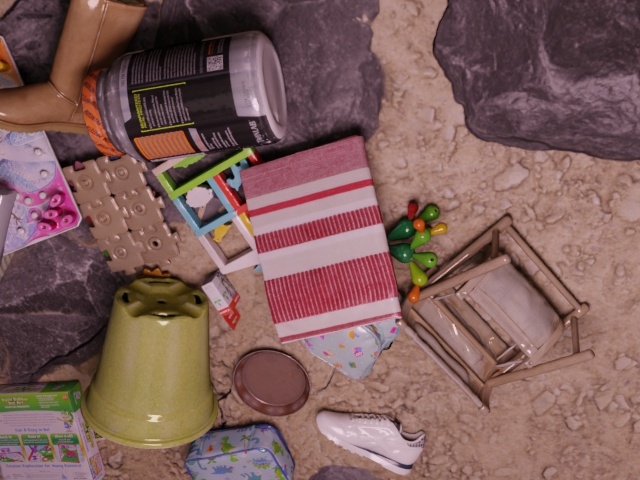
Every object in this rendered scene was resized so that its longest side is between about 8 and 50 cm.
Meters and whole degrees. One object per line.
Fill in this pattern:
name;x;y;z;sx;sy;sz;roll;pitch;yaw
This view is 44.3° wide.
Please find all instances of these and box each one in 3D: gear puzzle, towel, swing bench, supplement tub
gear puzzle;-0.367;-0.022;1.569;0.176;0.044;0.338;-14;114;15
towel;0.000;0.000;1.396;0.237;0.037;0.328;-14;84;16
swing bench;0.318;0.141;1.444;0.255;0.165;0.253;-36;104;29
supplement tub;-0.228;-0.240;1.345;0.316;0.193;0.193;-7;113;10

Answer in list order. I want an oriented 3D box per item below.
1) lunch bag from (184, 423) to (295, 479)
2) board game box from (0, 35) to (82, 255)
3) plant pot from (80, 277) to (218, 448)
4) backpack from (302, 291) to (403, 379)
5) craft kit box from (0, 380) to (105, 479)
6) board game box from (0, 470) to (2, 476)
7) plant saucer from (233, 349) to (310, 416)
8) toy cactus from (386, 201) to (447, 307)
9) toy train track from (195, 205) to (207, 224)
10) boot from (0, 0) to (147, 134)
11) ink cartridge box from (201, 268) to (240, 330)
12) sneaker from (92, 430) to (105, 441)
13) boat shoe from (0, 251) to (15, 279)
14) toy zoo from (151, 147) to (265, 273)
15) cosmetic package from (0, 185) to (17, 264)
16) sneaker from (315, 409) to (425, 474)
lunch bag;-0.175;0.495;1.731;0.219;0.090;0.176;-15;122;17
board game box;-0.704;-0.138;1.466;0.390;0.050;0.389;-21;98;-1
plant pot;-0.322;0.221;1.549;0.276;0.276;0.253;13;111;5
backpack;0.068;0.159;1.510;0.166;0.144;0.188;33;114;0
craft kit box;-0.643;0.448;1.810;0.250;0.061;0.246;-5;110;16
board game box;-0.774;0.533;1.913;0.090;0.020;0.090;27;115;-2
plant saucer;-0.101;0.298;1.669;0.169;0.029;0.168;5;116;10
toy cactus;0.128;0.017;1.432;0.181;0.112;0.218;18;79;38
toy train track;-0.236;-0.050;1.541;0.048;0.014;0.083;21;116;0
boot;-0.452;-0.318;1.364;0.089;0.236;0.269;48;123;27
ink cartridge box;-0.189;0.119;1.583;0.029;0.063;0.115;-26;108;21
sneaker;-0.511;0.442;1.814;0.083;0.031;0.035;-28;106;21
boat shoe;-0.799;0.121;1.641;0.156;0.187;0.500;34;110;-4
toy zoo;-0.162;-0.061;1.503;0.192;0.030;0.293;-28;107;16
cosmetic package;-0.772;0.001;1.409;0.378;0.097;0.284;14;99;-5
sneaker;0.104;0.401;1.656;0.235;0.090;0.094;23;104;-5
